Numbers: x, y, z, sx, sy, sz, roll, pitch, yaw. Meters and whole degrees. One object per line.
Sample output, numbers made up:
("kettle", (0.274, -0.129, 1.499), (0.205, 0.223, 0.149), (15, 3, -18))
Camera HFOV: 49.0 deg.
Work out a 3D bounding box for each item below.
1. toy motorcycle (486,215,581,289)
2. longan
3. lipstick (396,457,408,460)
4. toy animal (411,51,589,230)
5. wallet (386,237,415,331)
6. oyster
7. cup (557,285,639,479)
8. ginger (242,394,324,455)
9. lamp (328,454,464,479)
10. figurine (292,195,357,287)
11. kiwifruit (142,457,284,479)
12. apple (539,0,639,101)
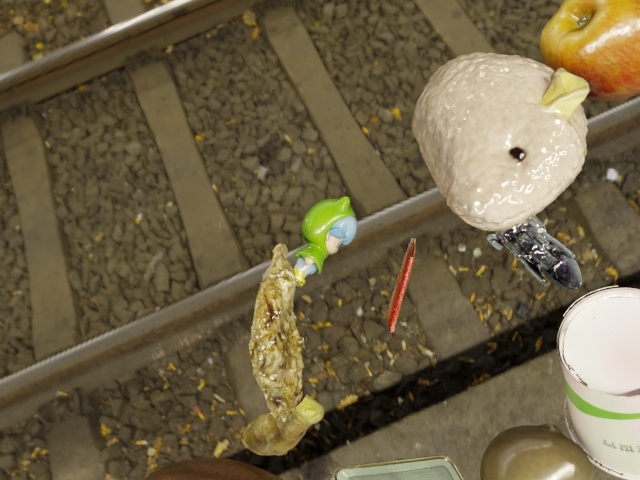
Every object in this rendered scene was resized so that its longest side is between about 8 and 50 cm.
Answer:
("toy motorcycle", (0.432, -0.011, 1.479), (0.108, 0.173, 0.307), (-49, 27, 15))
("longan", (0.363, 0.397, 1.192), (0.189, 0.189, 0.189), (-6, 58, 9))
("lipstick", (0.170, 0.546, 1.366), (0.080, 0.080, 0.241), (-2, 42, 12))
("toy animal", (0.257, -0.159, 1.013), (0.226, 0.188, 0.359), (-23, 47, 8))
("wallet", (0.181, 0.100, 1.575), (0.020, 0.197, 0.103), (14, 26, -1))
("oyster", (-0.091, 0.219, 1.514), (0.110, 0.204, 0.397), (-3, 102, 7))
("cup", (0.501, 0.227, 1.135), (0.253, 0.274, 0.253), (-18, 48, 20))
("ginger", (-0.103, 0.497, 1.860), (0.263, 0.109, 0.117), (-40, 35, 34))
("lamp", (0.169, 0.483, 1.161), (0.266, 0.047, 0.269), (6, 34, -31))
("figurine", (0.000, 0.000, 1.881), (0.143, 0.162, 0.263), (33, 77, 5))
("kiwifruit", (-0.098, 0.304, 0.661), (0.233, 0.196, 0.196), (13, 62, 28))
("apple", (0.446, -0.300, 1.097), (0.195, 0.173, 0.160), (19, 90, 55))
